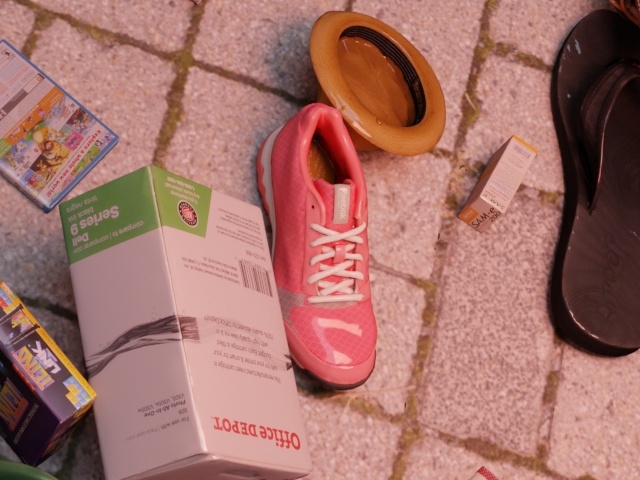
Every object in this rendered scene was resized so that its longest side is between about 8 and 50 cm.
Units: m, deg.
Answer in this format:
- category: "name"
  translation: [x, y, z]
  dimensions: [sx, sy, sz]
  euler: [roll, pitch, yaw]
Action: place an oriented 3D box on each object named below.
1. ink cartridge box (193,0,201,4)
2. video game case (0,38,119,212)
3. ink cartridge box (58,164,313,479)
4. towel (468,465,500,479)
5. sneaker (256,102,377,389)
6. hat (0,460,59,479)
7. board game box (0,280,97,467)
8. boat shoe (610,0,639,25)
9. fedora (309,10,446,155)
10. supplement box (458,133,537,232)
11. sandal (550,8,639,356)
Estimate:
- category: "ink cartridge box"
  translation: [-0.156, -0.341, 1.943]
  dimensions: [0.122, 0.052, 0.088]
  euler: [38, 61, 0]
- category: "video game case"
  translation: [-0.312, -0.122, 1.816]
  dimensions: [0.166, 0.015, 0.119]
  euler: [40, 60, 1]
- category: "ink cartridge box"
  translation: [-0.130, 0.097, 1.669]
  dimensions: [0.211, 0.121, 0.289]
  euler: [23, 50, -59]
- category: "towel"
  translation: [0.137, 0.411, 1.685]
  dimensions: [0.237, 0.037, 0.329]
  euler: [41, 69, 16]
- category: "sneaker"
  translation: [-0.001, 0.000, 1.805]
  dimensions: [0.116, 0.136, 0.314]
  euler: [-3, 69, -20]
- category: "hat"
  translation: [-0.246, 0.257, 1.656]
  dimensions: [0.208, 0.173, 0.183]
  euler: [56, 26, -12]
- category: "board game box"
  translation: [-0.288, 0.132, 1.626]
  dimensions: [0.048, 0.170, 0.141]
  euler: [-36, 83, -29]
- category: "boat shoe"
  translation: [0.408, -0.297, 2.044]
  dimensions: [0.123, 0.123, 0.342]
  euler: [39, 37, -21]
- category: "fedora"
  translation: [0.049, -0.163, 1.912]
  dimensions: [0.194, 0.079, 0.194]
  euler: [22, 48, -27]
- category: "supplement box"
  translation: [0.202, -0.064, 1.946]
  dimensions: [0.036, 0.062, 0.098]
  euler: [34, 62, -5]
- category: "sandal"
  translation: [0.360, -0.084, 1.983]
  dimensions: [0.167, 0.107, 0.446]
  euler: [13, 62, -15]
